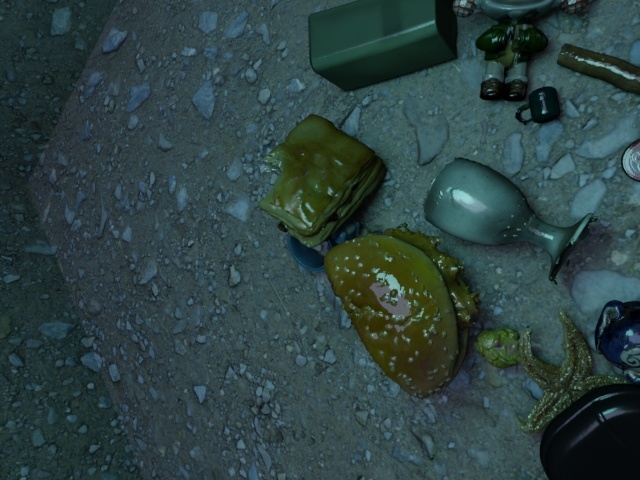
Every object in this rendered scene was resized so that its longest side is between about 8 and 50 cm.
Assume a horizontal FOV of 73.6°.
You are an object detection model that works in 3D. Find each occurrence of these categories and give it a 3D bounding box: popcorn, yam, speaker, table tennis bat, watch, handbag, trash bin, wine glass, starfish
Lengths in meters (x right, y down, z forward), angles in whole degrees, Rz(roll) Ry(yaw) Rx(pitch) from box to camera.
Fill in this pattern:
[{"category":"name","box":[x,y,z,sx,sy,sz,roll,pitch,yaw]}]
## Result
[{"category":"popcorn","box":[0.431,0.260,1.032,0.089,0.109,0.097,110,168,-58]},{"category":"yam","box":[0.632,-0.368,0.925,0.241,0.056,0.057,38,110,30]},{"category":"speaker","box":[0.513,-0.312,1.008,0.094,0.060,0.076,162,102,-68]},{"category":"table tennis bat","box":[0.717,-0.179,0.888,0.154,0.019,0.098,-21,78,35]},{"category":"watch","box":[0.000,0.000,1.285,0.211,0.210,0.193,40,131,27]},{"category":"handbag","box":[0.611,0.435,0.870,0.253,0.093,0.308,38,112,5]},{"category":"trash bin","box":[0.169,-0.530,1.139,0.343,0.223,0.159,0,90,31]},{"category":"wine glass","box":[0.416,-0.058,0.987,0.357,0.190,0.191,31,107,31]},{"category":"starfish","box":[0.579,0.321,0.952,0.302,0.060,0.299,21,95,18]}]

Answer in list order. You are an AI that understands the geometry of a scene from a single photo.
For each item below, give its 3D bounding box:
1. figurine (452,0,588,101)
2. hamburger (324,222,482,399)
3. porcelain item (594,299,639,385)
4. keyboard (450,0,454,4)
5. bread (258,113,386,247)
[{"category":"figurine","box":[0.449,-0.518,0.987,0.281,0.167,0.370,8,103,19]},{"category":"hamburger","box":[0.217,0.130,1.034,0.287,0.268,0.446,-43,66,22]},{"category":"porcelain item","box":[0.688,0.183,0.801,0.287,0.138,0.186,9,120,32]},{"category":"keyboard","box":[0.424,-0.737,1.069,0.381,0.041,0.104,-38,70,28]},{"category":"bread","box":[-0.017,-0.189,1.173,0.314,0.370,0.192,35,150,25]}]
